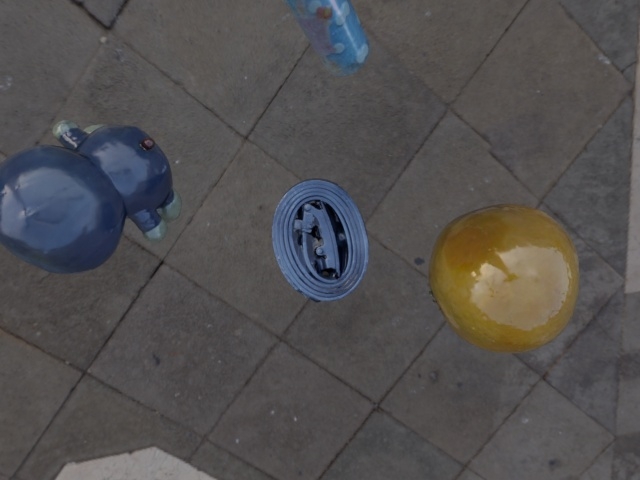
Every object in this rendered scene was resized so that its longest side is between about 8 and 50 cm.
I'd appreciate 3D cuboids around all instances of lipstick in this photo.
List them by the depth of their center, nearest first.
[{"bbox_3d":[-0.006,-0.197,0.360,0.048,0.048,0.158,-45,148,4],"label":"lipstick"}]

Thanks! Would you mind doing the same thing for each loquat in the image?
[{"bbox_3d":[0.318,0.067,0.800,0.264,0.263,0.262,-2,105,-9],"label":"loquat"}]

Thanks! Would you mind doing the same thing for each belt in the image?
[{"bbox_3d":[0.000,0.000,0.710,0.142,0.082,0.190,-14,100,3],"label":"belt"}]

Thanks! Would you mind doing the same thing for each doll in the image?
[{"bbox_3d":[-0.336,-0.065,0.669,0.228,0.154,0.258,52,54,-13],"label":"doll"}]
